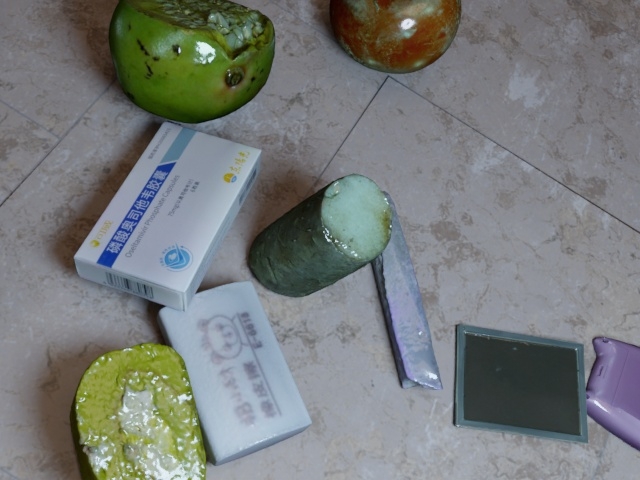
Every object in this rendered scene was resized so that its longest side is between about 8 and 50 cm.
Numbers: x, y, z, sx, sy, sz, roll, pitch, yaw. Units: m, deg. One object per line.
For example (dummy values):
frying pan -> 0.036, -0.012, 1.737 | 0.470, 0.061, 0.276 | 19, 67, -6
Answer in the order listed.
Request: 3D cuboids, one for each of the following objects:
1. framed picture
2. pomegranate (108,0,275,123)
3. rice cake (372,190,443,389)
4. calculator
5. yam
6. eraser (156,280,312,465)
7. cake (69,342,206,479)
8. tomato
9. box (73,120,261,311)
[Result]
framed picture -> 0.370, 0.265, 1.536 | 0.252, 0.014, 0.197 | 9, 63, -6
pomegranate -> -0.263, -0.344, 1.558 | 0.310, 0.216, 0.358 | -16, 36, -41
rice cake -> 0.142, 0.092, 1.537 | 0.070, 0.064, 0.399 | -9, 68, -9
calculator -> 0.636, 0.311, 1.582 | 0.294, 0.043, 0.194 | 29, 61, 1
yam -> 0.000, 0.000, 1.441 | 0.161, 0.268, 0.161 | 13, 64, -27
eraser -> -0.145, 0.215, 1.382 | 0.174, 0.095, 0.270 | -16, 72, -25
cake -> -0.281, 0.298, 1.266 | 0.179, 0.156, 0.260 | -7, 69, -21
tomato -> 0.153, -0.463, 1.718 | 0.270, 0.222, 0.270 | -3, 58, 5
box -> -0.254, -0.053, 1.442 | 0.200, 0.065, 0.343 | 17, 53, 9
